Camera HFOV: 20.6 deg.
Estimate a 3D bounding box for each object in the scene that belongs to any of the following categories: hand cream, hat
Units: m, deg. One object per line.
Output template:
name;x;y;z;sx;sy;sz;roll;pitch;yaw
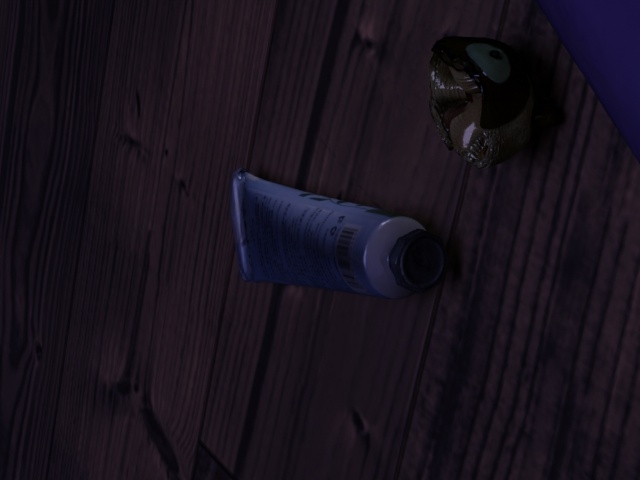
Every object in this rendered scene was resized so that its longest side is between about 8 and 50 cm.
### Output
hand cream;0.000;0.000;1.234;0.256;0.055;0.088;9;110;58
hat;0.103;-0.087;1.062;0.077;0.059;0.076;44;145;51

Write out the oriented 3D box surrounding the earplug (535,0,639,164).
earplug;0.235;-0.032;0.679;0.215;0.215;0.456;-60;40;41
